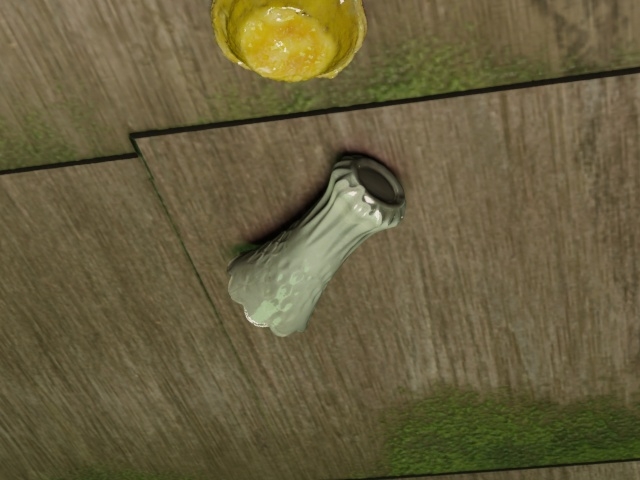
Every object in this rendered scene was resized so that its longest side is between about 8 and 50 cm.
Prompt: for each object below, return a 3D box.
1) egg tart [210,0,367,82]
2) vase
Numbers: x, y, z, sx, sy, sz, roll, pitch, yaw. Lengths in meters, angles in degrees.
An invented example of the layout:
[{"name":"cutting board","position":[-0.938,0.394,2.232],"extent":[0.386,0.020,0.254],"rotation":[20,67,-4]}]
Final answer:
[{"name":"egg tart","position":[-0.021,-0.134,0.704],"extent":[0.105,0.039,0.105],"rotation":[2,137,2]},{"name":"vase","position":[0.000,0.000,0.827],"extent":[0.081,0.081,0.148],"rotation":[26,131,-22]}]
